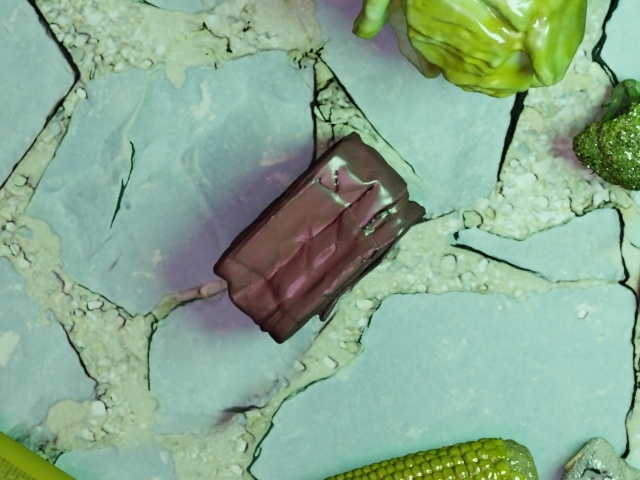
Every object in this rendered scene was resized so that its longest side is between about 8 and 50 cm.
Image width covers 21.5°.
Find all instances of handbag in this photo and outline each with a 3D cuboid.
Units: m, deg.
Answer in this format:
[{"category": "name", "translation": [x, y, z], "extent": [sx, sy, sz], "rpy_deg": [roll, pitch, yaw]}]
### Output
[{"category": "handbag", "translation": [0.000, 0.000, 1.811], "extent": [0.225, 0.146, 0.135], "rpy_deg": [-42, 90, 16]}]

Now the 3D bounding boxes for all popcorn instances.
[{"category": "popcorn", "translation": [0.166, -0.276, 1.679], "extent": [0.225, 0.276, 0.277], "rpy_deg": [16, 106, 14]}]

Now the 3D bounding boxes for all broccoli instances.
[{"category": "broccoli", "translation": [0.333, -0.109, 1.758], "extent": [0.131, 0.130, 0.120], "rpy_deg": [-42, 52, 41]}]

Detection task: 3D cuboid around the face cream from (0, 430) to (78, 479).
[{"category": "face cream", "translation": [-0.335, 0.304, 1.954], "extent": [0.348, 0.105, 0.105], "rpy_deg": [33, 106, -1]}]

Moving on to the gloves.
[{"category": "gloves", "translation": [0.333, 0.286, 1.869], "extent": [0.144, 0.094, 0.110], "rpy_deg": [23, 95, 10]}]

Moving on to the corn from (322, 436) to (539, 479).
[{"category": "corn", "translation": [0.087, 0.299, 1.893], "extent": [0.321, 0.119, 0.119], "rpy_deg": [-23, 100, 8]}]
